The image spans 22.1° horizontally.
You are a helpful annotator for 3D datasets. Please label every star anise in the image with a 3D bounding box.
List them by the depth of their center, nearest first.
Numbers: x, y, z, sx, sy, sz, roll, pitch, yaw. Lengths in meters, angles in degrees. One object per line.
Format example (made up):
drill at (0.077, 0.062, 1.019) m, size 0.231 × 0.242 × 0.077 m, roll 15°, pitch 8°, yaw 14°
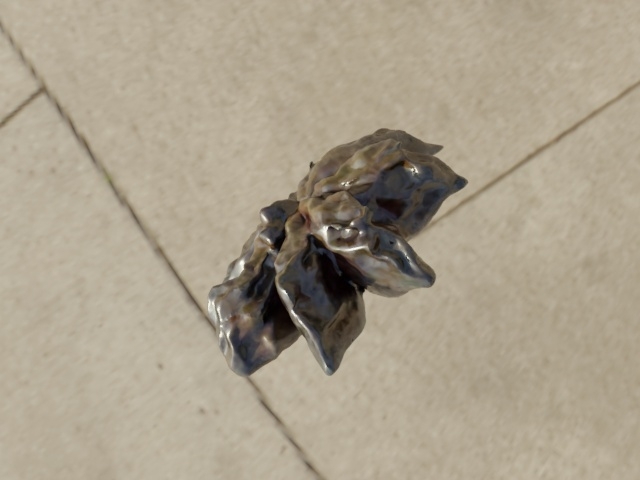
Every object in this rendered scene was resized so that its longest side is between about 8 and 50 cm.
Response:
star anise at (0.000, 0.001, 1.279) m, size 0.223 × 0.236 × 0.109 m, roll -22°, pitch 123°, yaw 43°
